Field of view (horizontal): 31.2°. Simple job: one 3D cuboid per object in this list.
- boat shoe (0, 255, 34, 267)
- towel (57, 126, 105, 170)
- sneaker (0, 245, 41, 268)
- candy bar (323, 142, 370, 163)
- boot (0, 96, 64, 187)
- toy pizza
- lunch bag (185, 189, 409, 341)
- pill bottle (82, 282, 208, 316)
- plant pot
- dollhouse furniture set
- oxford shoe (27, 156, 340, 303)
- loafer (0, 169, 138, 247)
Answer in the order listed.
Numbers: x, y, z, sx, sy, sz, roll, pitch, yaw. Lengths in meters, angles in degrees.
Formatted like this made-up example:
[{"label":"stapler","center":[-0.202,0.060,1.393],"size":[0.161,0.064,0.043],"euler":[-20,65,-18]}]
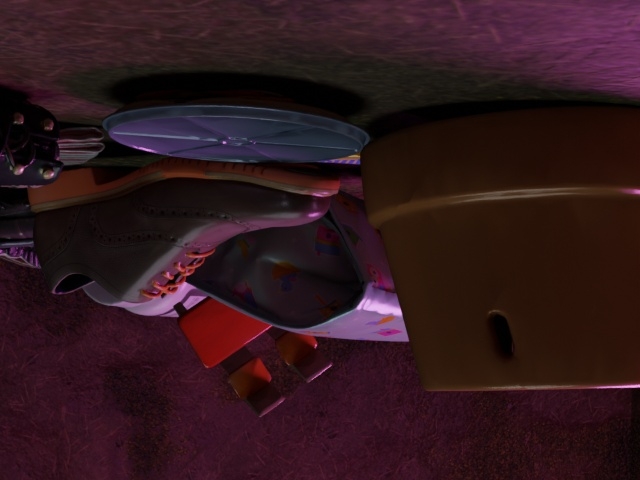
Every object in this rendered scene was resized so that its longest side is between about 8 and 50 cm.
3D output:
[{"label":"boat shoe","center":[-0.475,-0.019,1.721],"size":[0.257,0.095,0.095],"euler":[10,-173,-20]},{"label":"towel","center":[-0.288,-0.086,1.063],"size":[0.144,0.029,0.197],"euler":[1,177,-22]},{"label":"sneaker","center":[-0.429,-0.027,1.623],"size":[0.275,0.107,0.110],"euler":[12,-170,-39]},{"label":"candy bar","center":[0.038,-0.079,1.042],"size":[0.161,0.018,0.040],"euler":[3,176,0]},{"label":"boot","center":[-0.253,-0.077,0.799],"size":[0.178,0.085,0.236],"euler":[3,-178,-40]},{"label":"toy pizza","center":[-0.063,-0.089,0.866],"size":[0.201,0.032,0.201],"euler":[2,174,0]},{"label":"lunch bag","center":[0.009,0.028,1.212],"size":[0.262,0.160,0.223],"euler":[19,180,37]},{"label":"pill bottle","center":[-0.215,0.032,1.680],"size":[0.161,0.161,0.283],"euler":[0,175,30]},{"label":"plant pot","center":[0.179,0.022,0.947],"size":[0.291,0.203,0.291],"euler":[0,173,0]},{"label":"dollhouse furniture set","center":[-0.056,0.058,1.435],"size":[0.259,0.262,0.135],"euler":[-35,-155,-11]},{"label":"oxford shoe","center":[-0.131,-0.009,1.079],"size":[0.364,0.132,0.130],"euler":[-4,178,39]},{"label":"loafer","center":[-0.321,-0.048,1.330],"size":[0.302,0.095,0.109],"euler":[5,-153,19]}]
